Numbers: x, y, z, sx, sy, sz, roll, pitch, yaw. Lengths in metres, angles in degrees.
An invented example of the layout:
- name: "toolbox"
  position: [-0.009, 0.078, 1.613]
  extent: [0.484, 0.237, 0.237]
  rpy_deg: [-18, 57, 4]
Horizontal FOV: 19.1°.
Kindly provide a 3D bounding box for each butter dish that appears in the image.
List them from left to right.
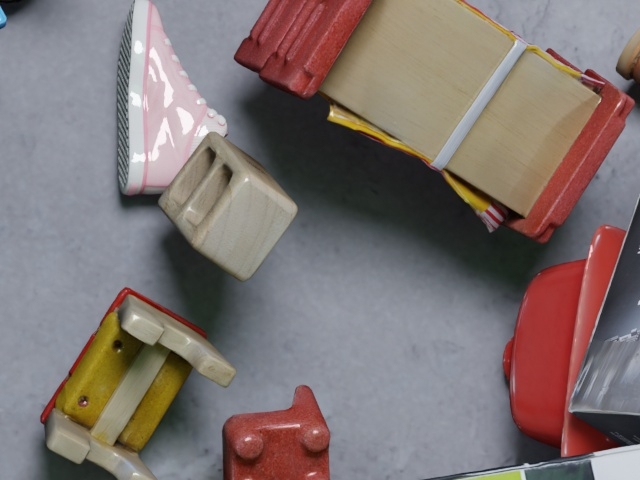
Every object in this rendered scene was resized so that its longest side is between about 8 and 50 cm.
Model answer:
- name: "butter dish"
  position: [0.171, 0.080, 1.225]
  extent: [0.160, 0.118, 0.160]
  rpy_deg: [20, 76, -47]

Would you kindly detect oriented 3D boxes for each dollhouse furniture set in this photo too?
- name: "dollhouse furniture set"
  position: [0.000, 0.000, 1.199]
  extent: [0.201, 0.152, 0.374]
  rpy_deg: [32, 95, -20]

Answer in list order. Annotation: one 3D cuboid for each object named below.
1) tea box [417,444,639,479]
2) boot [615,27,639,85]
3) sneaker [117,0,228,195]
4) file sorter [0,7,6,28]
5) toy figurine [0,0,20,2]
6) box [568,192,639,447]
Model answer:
- name: "tea box"
  position: [0.044, 0.254, 1.035]
  extent: [0.323, 0.329, 0.220]
  rpy_deg: [-7, 76, -11]
- name: "boot"
  position: [0.362, -0.098, 1.304]
  extent: [0.283, 0.109, 0.220]
  rpy_deg: [-17, 67, -28]
- name: "sneaker"
  position: [-0.097, -0.093, 1.253]
  extent: [0.070, 0.051, 0.134]
  rpy_deg: [2, 75, -15]
- name: "file sorter"
  position: [-0.302, -0.137, 1.196]
  extent: [0.170, 0.104, 0.118]
  rpy_deg: [-26, 81, -16]
- name: "toy figurine"
  position: [-0.170, -0.281, 1.244]
  extent: [0.209, 0.148, 0.213]
  rpy_deg: [-25, 79, -26]
- name: "box"
  position: [0.316, 0.064, 1.201]
  extent: [0.307, 0.076, 0.242]
  rpy_deg: [32, 70, -31]
